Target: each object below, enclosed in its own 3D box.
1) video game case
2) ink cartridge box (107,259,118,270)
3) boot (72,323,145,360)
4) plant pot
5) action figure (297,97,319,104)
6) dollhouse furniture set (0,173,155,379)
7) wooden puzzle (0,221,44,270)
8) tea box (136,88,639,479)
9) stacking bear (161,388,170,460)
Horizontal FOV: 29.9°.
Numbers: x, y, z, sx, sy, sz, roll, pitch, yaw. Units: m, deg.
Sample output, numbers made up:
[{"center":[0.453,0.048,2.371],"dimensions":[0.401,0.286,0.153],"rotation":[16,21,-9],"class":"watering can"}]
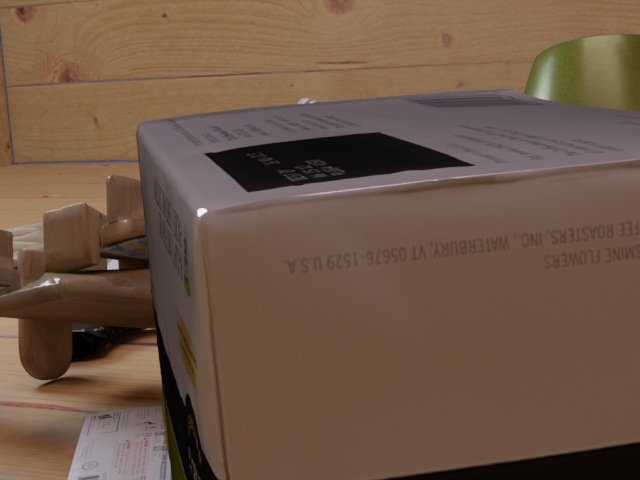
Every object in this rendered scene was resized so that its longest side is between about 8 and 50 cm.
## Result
[{"center":[-0.095,0.182,0.965],"dimensions":[0.210,0.041,0.232],"rotation":[-5,10,-6],"class":"video game case"},{"center":[-0.267,0.054,1.751],"dimensions":[0.181,0.056,0.225],"rotation":[-2,9,16],"class":"ink cartridge box"},{"center":[-0.243,0.099,1.459],"dimensions":[0.198,0.076,0.137],"rotation":[-19,17,-9],"class":"boot"},{"center":[0.288,-0.045,1.196],"dimensions":[0.275,0.293,0.275],"rotation":[-3,-10,0],"class":"plant pot"},{"center":[-0.140,-0.099,2.000],"dimensions":[0.276,0.248,0.370],"rotation":[-12,8,-38],"class":"action figure"},{"center":[-0.256,0.089,1.097],"dimensions":[0.362,0.256,0.394],"rotation":[-12,-14,36],"class":"dollhouse furniture set"},{"center":[-0.540,0.042,1.831],"dimensions":[0.348,0.080,0.322],"rotation":[-6,10,-16],"class":"wooden puzzle"},{"center":[0.050,0.109,0.509],"dimensions":[0.220,0.323,0.329],"rotation":[-6,11,-10],"class":"tea box"},{"center":[-0.030,0.124,0.799],"dimensions":[0.164,0.175,0.289],"rotation":[-40,27,28],"class":"stacking bear"}]
